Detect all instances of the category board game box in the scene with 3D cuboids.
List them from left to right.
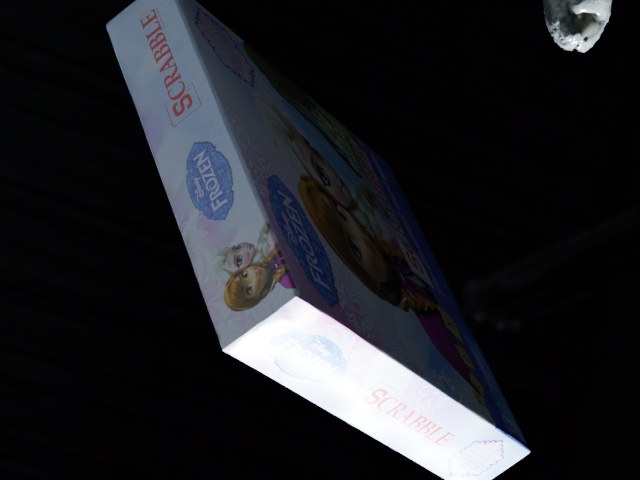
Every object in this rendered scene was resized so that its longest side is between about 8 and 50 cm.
[{"bbox_3d":[0.000,0.000,1.147,0.066,0.318,0.319,-37,-129,15],"label":"board game box"}]

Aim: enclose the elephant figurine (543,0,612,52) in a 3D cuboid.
[{"bbox_3d":[0.116,-0.255,0.906,0.186,0.169,0.239,-38,129,-46],"label":"elephant figurine"}]
